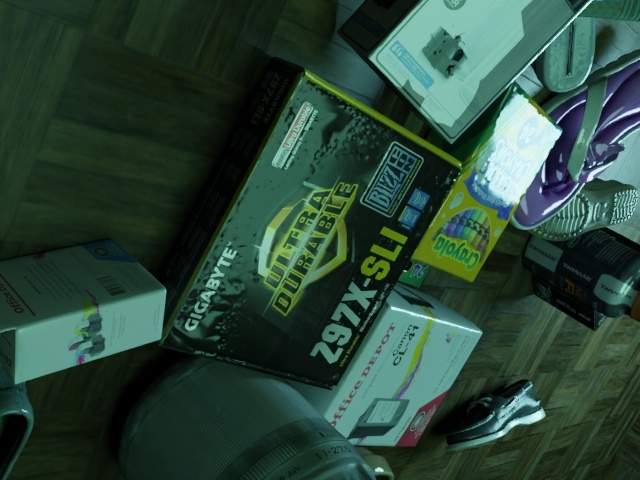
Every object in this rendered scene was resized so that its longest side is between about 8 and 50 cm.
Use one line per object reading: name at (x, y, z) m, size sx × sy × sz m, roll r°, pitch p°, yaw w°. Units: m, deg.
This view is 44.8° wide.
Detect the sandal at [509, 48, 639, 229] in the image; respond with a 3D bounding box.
sandal at (0.447, -0.179, 1.255) m, size 0.416 × 0.102 × 0.169 m, roll -44°, pitch 119°, yaw -15°

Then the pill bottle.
pill bottle at (0.509, 0.056, 1.424) m, size 0.130 × 0.246 × 0.130 m, roll -28°, pitch 136°, yaw -32°

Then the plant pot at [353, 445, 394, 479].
plant pot at (-0.020, 0.352, 1.147) m, size 0.237 × 0.109 × 0.237 m, roll -21°, pitch 150°, yaw -13°

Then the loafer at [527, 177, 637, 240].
loafer at (0.447, -0.063, 1.397) m, size 0.268 × 0.092 × 0.102 m, roll -4°, pitch 111°, yaw -28°

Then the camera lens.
camera lens at (-0.084, 0.272, 0.898) m, size 0.219 × 0.274 × 0.219 m, roll -29°, pitch 139°, yaw -29°

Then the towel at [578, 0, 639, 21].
towel at (0.302, -0.397, 0.900) m, size 0.370 × 0.040 × 0.271 m, roll -2°, pitch 122°, yaw -22°

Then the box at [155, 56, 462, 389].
box at (-0.016, -0.004, 0.880) m, size 0.257 × 0.079 × 0.322 m, roll 23°, pitch 100°, yaw -39°

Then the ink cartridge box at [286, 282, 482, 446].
ink cartridge box at (0.078, 0.176, 1.133) m, size 0.306 × 0.131 × 0.226 m, roll 20°, pitch 102°, yaw -54°

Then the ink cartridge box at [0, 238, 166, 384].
ink cartridge box at (-0.245, 0.063, 0.700) m, size 0.181 × 0.104 × 0.061 m, roll -14°, pitch 127°, yaw -41°

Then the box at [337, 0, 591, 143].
box at (0.181, -0.271, 0.847) m, size 0.290 × 0.087 × 0.169 m, roll -45°, pitch 127°, yaw 8°

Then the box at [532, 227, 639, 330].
box at (0.539, 0.064, 1.549) m, size 0.180 × 0.147 × 0.077 m, roll -43°, pitch 142°, yaw -15°

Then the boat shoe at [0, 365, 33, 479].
boat shoe at (-0.367, 0.248, 0.712) m, size 0.319 × 0.099 × 0.116 m, roll -58°, pitch 144°, yaw 3°

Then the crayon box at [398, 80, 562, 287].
crayon box at (0.206, -0.066, 1.126) m, size 0.203 × 0.083 × 0.323 m, roll 20°, pitch 103°, yaw -53°

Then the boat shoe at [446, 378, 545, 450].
boat shoe at (0.358, 0.365, 1.634) m, size 0.114 × 0.091 × 0.302 m, roll -25°, pitch 168°, yaw 41°

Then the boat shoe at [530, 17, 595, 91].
boat shoe at (0.310, -0.346, 1.016) m, size 0.109 × 0.094 × 0.302 m, roll -11°, pitch 124°, yaw -15°
